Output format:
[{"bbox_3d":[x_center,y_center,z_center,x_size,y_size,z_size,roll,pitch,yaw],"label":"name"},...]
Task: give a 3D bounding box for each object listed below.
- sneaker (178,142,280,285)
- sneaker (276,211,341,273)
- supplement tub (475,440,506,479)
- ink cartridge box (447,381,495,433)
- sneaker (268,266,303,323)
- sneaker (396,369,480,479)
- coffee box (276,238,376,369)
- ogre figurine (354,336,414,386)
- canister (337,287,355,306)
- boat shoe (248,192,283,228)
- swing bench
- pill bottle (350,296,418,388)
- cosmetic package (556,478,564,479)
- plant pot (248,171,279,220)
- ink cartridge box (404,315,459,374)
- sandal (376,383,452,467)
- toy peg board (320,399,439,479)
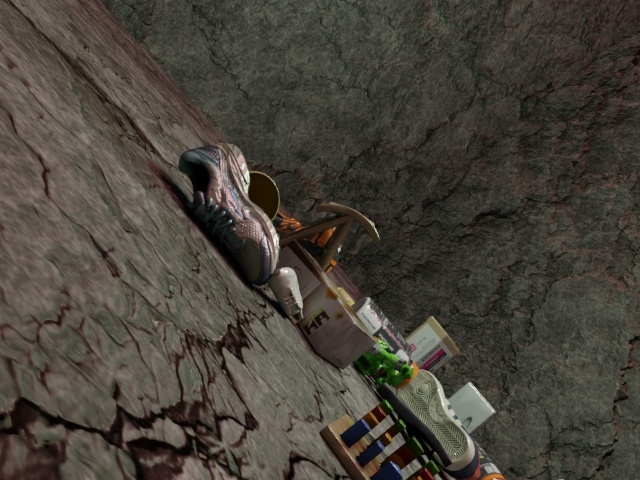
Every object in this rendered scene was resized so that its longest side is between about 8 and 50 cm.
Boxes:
[{"bbox_3d":[-0.175,-0.042,1.083,0.122,0.110,0.283,-9,68,-47],"label":"sneaker"},{"bbox_3d":[-0.043,-0.022,1.927,0.321,0.180,0.124,52,3,28],"label":"sneaker"},{"bbox_3d":[0.432,0.641,1.626,0.106,0.106,0.198,49,4,-32],"label":"supplement tub"},{"bbox_3d":[0.430,0.548,1.866,0.114,0.197,0.273,50,1,23],"label":"ink cartridge box"},{"bbox_3d":[-0.057,0.102,1.133,0.152,0.053,0.061,69,-4,-55],"label":"sneaker"},{"bbox_3d":[0.307,0.487,1.581,0.148,0.131,0.350,57,5,-29],"label":"sneaker"},{"bbox_3d":[-0.006,0.132,1.269,0.247,0.098,0.141,52,3,34],"label":"coffee box"},{"bbox_3d":[0.149,0.306,1.496,0.118,0.097,0.197,42,-5,-1],"label":"ogre figurine"},{"bbox_3d":[0.091,0.230,1.909,0.126,0.073,0.170,50,1,-24],"label":"canister"},{"bbox_3d":[-0.202,-0.121,1.538,0.285,0.092,0.103,49,3,-29],"label":"boat shoe"},{"bbox_3d":[0.000,0.000,1.517,0.165,0.254,0.253,50,2,-2],"label":"swing bench"},{"bbox_3d":[0.161,0.286,1.657,0.246,0.130,0.130,50,2,-5],"label":"pill bottle"},{"bbox_3d":[0.678,0.832,1.731,0.365,0.196,0.155,29,46,-84],"label":"cosmetic package"},{"bbox_3d":[-0.179,-0.095,1.438,0.134,0.134,0.095,49,-22,-28],"label":"plant pot"},{"bbox_3d":[0.317,0.375,1.952,0.088,0.234,0.193,51,3,34],"label":"ink cartridge box"},{"bbox_3d":[0.208,0.433,1.392,0.254,0.054,0.097,39,-14,48],"label":"sandal"},{"bbox_3d":[0.092,0.297,0.837,0.161,0.079,0.160,51,2,16],"label":"toy peg board"}]
